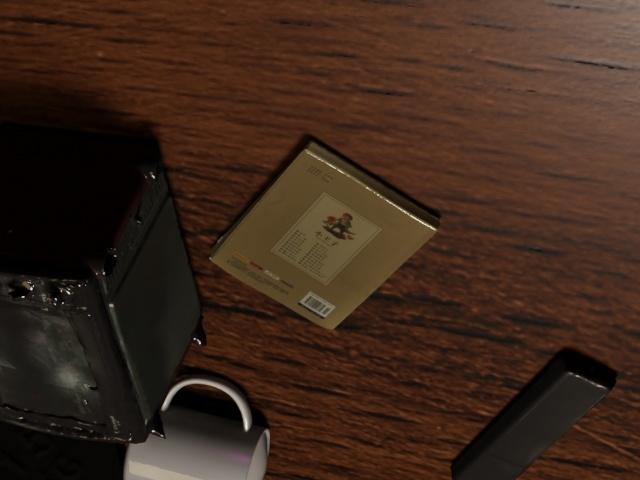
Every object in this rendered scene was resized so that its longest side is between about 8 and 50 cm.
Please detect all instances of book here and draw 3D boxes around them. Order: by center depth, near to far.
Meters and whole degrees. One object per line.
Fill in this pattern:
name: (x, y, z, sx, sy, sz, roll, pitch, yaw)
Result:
book: (0.000, 0.000, 1.538, 0.138, 0.016, 0.199, 31, 139, -12)

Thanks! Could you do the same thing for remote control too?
remote control: (0.199, 0.182, 1.650, 0.063, 0.025, 0.245, 23, 140, -9)

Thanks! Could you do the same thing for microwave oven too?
microwave oven: (-0.224, 0.048, 1.554, 0.178, 0.188, 0.247, 6, 137, 16)

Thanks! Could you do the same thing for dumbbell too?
dumbbell: (-0.330, 0.317, 1.887, 0.203, 0.204, 0.322, 21, 139, 0)

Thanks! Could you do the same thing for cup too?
cup: (-0.121, 0.208, 1.777, 0.133, 0.136, 0.099, 13, 173, 11)
